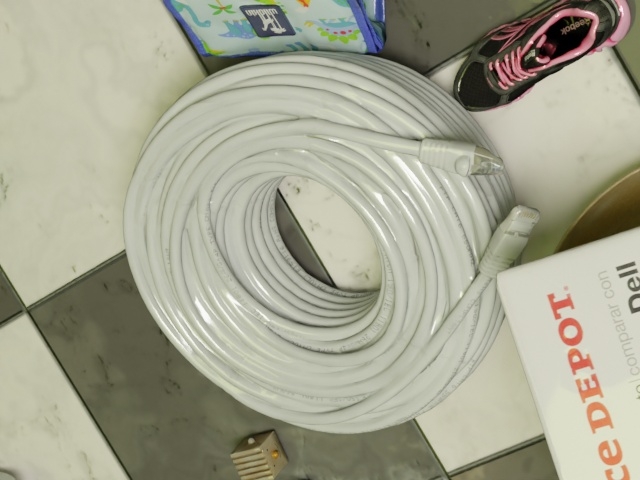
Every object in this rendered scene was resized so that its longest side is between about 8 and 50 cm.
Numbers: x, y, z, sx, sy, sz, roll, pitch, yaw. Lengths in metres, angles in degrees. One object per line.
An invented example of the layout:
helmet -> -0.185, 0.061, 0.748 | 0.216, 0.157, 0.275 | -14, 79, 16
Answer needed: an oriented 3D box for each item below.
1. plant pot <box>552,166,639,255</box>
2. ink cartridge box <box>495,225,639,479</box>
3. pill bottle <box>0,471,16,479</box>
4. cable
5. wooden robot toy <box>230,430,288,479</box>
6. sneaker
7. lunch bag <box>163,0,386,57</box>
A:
plant pot -> 0.242, 0.062, 0.766 | 0.236, 0.032, 0.236 | -2, 84, 15
ink cartridge box -> 0.252, 0.071, 0.686 | 0.273, 0.115, 0.198 | -19, 80, 13
pill bottle -> -0.272, 0.309, 1.073 | 0.121, 0.121, 0.221 | -2, 107, 25
cable -> 0.000, 0.000, 0.851 | 0.257, 0.089, 0.257 | 27, 125, 12
wooden robot toy -> -0.032, 0.233, 0.963 | 0.076, 0.079, 0.173 | 0, 108, 24
sneaker -> 0.124, -0.111, 0.786 | 0.119, 0.057, 0.047 | -31, 95, 31
lunch bag -> -0.032, -0.182, 0.815 | 0.129, 0.096, 0.151 | 2, 126, 21
